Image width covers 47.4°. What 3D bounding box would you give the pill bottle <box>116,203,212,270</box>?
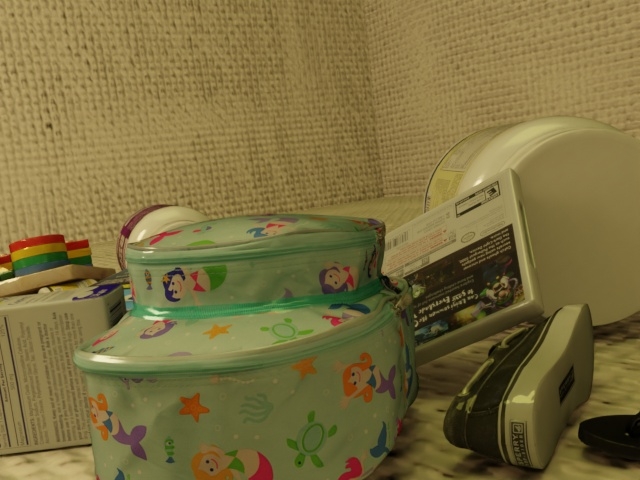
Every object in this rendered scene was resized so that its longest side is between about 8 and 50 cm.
[{"bbox_3d":[-0.256,0.023,1.250,0.169,0.169,0.301,-9,6,-19],"label":"pill bottle"}]

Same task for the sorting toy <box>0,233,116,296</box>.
[{"bbox_3d":[-0.522,0.056,1.279,0.255,0.089,0.257,-13,-4,-1],"label":"sorting toy"}]

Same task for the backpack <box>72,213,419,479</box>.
[{"bbox_3d":[-0.045,0.078,0.521,0.225,0.191,0.253,-4,12,15],"label":"backpack"}]

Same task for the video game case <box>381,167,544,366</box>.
[{"bbox_3d":[0.109,0.035,0.681,0.190,0.022,0.173,-29,34,30],"label":"video game case"}]

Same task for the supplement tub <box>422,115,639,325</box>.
[{"bbox_3d":[0.261,-0.029,0.877,0.235,0.235,0.325,-7,6,-1],"label":"supplement tub"}]

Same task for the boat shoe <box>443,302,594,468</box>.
[{"bbox_3d":[0.158,0.098,0.553,0.070,0.077,0.219,-1,10,33],"label":"boat shoe"}]

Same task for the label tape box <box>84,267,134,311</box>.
[{"bbox_3d":[-0.129,0.084,0.847,0.249,0.115,0.347,-6,9,7],"label":"label tape box"}]

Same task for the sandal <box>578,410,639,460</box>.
[{"bbox_3d":[0.259,0.113,0.470,0.179,0.040,0.067,-5,7,13],"label":"sandal"}]

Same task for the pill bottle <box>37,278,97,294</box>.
[{"bbox_3d":[-0.392,0.098,1.185,0.116,0.065,0.065,-11,7,-38],"label":"pill bottle"}]

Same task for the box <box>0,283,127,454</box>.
[{"bbox_3d":[-0.237,0.110,0.631,0.137,0.126,0.072,-6,7,-2],"label":"box"}]
